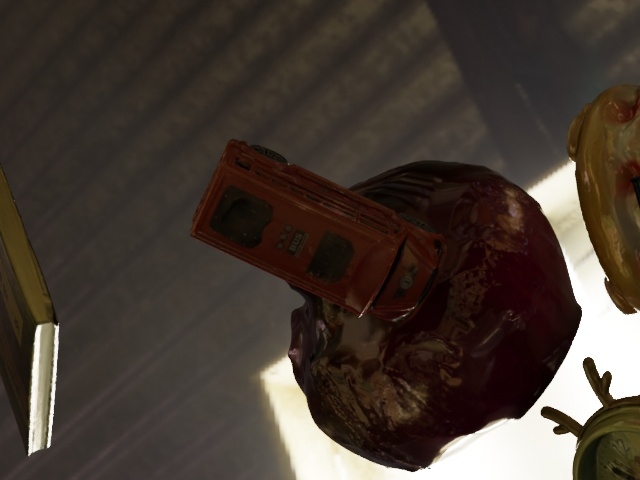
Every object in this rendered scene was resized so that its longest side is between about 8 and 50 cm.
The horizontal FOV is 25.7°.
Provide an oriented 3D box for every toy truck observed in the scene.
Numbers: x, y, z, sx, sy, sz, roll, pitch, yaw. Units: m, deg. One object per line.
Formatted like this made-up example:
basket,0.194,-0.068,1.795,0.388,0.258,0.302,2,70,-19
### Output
toy truck,0.000,0.000,1.403,0.114,0.253,0.107,-81,-164,-75

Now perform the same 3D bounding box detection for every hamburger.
hamburger,0.373,-0.053,1.435,0.186,0.303,0.261,-16,-81,38

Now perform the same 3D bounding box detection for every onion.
onion,0.075,0.040,1.660,0.398,0.420,0.398,-42,-160,20

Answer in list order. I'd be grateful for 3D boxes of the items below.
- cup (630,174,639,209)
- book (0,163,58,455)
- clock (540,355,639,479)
cup,0.342,-0.002,1.163,0.150,0.113,0.138,-17,-94,59
book,-0.247,0.056,1.122,0.228,0.024,0.160,110,-40,-56
clock,0.370,0.257,1.478,0.308,0.096,0.235,47,-38,16
